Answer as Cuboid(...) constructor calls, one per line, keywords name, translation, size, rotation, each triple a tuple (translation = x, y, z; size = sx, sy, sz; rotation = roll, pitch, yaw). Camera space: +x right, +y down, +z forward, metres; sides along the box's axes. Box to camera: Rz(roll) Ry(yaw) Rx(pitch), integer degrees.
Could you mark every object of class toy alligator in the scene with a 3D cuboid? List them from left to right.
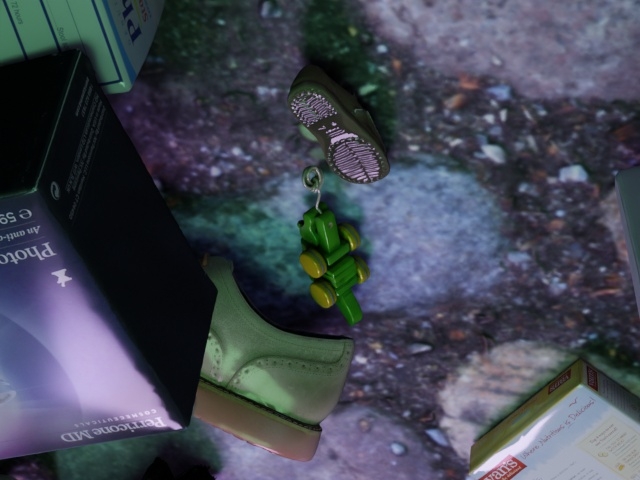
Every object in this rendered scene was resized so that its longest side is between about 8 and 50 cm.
Cuboid(name="toy alligator", translation=(0.000, 0.000, 1.735), size=(0.051, 0.056, 0.189), rotation=(24, 142, 45))

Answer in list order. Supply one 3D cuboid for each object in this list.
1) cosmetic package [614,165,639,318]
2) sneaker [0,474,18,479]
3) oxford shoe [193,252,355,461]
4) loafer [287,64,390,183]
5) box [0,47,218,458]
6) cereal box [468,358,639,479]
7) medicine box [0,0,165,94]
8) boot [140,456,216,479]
Cuboid(name="cosmetic package", translation=(0.459, 0.145, 1.573), size=(0.329, 0.327, 0.393), rotation=(-12, 123, 10))
Cuboid(name="sneaker", translation=(-0.408, 0.361, 2.031), size=(0.321, 0.126, 0.127), rotation=(-26, 116, 34))
Cuboid(name="oxford shoe", translation=(-0.155, 0.064, 1.784), size=(0.397, 0.140, 0.146), rotation=(28, 93, -5))
Cuboid(name="loafer", translation=(0.021, -0.106, 1.651), size=(0.056, 0.050, 0.148), rotation=(-13, 140, 22))
Cuboid(name="box", translation=(-0.283, 0.030, 1.548), size=(0.296, 0.182, 0.294), rotation=(-11, 132, 19))
Cuboid(name="cereal box", translation=(0.296, 0.241, 1.872), size=(0.240, 0.047, 0.173), rotation=(36, 123, -17))
Cuboid(name="medicine box", translation=(-0.311, -0.252, 1.527), size=(0.289, 0.149, 0.263), rotation=(-7, 126, 14))
Cuboid(name="boot", translation=(-0.233, 0.317, 1.907), size=(0.207, 0.246, 0.094), rotation=(-46, 68, 27))
